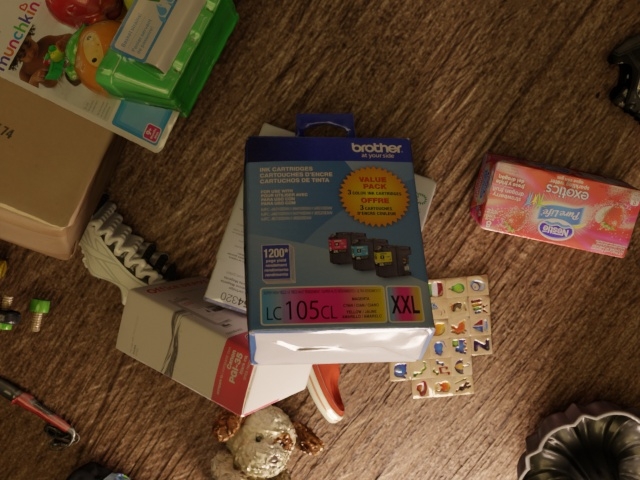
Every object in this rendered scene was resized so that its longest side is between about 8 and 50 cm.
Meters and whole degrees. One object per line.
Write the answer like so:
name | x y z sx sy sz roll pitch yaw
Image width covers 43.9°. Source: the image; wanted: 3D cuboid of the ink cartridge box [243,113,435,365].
ink cartridge box | 0.015 -0.015 1.241 0.270 0.151 0.395 -1 60 -7

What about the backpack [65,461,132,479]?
backpack | -0.359 0.629 1.535 0.356 0.273 0.290 32 102 17

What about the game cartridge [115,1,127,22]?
game cartridge | -0.442 -0.493 1.348 0.324 0.052 0.285 -15 103 3

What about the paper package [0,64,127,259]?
paper package | -0.503 -0.169 1.287 0.325 0.168 0.309 21 67 -7

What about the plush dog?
plush dog | -0.124 0.423 1.516 0.262 0.211 0.225 19 90 -31

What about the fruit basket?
fruit basket | -0.322 -0.349 1.201 0.353 0.165 0.327 27 86 2

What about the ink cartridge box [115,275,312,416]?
ink cartridge box | -0.176 0.171 1.365 0.283 0.207 0.117 22 105 26

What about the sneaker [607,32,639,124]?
sneaker | 0.569 -0.226 1.347 0.135 0.097 0.276 -22 100 7

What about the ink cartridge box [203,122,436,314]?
ink cartridge box | 0.000 0.000 1.385 0.324 0.071 0.330 19 82 -3

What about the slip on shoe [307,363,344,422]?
slip on shoe | 0.005 0.180 1.464 0.101 0.123 0.331 -11 98 1

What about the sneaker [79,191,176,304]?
sneaker | -0.400 0.000 1.442 0.118 0.110 0.292 -38 99 19

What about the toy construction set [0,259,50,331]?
toy construction set | -0.672 0.015 1.424 0.309 0.257 0.237 10 86 23

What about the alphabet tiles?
alphabet tiles | 0.225 0.186 1.508 0.198 0.009 0.237 -5 104 3

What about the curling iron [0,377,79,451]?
curling iron | -0.593 0.322 1.559 0.274 0.035 0.068 40 102 -8

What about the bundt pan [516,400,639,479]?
bundt pan | 0.524 0.446 1.502 0.331 0.124 0.330 1 104 3

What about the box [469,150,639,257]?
box | 0.402 -0.065 1.378 0.257 0.128 0.122 12 104 -1
